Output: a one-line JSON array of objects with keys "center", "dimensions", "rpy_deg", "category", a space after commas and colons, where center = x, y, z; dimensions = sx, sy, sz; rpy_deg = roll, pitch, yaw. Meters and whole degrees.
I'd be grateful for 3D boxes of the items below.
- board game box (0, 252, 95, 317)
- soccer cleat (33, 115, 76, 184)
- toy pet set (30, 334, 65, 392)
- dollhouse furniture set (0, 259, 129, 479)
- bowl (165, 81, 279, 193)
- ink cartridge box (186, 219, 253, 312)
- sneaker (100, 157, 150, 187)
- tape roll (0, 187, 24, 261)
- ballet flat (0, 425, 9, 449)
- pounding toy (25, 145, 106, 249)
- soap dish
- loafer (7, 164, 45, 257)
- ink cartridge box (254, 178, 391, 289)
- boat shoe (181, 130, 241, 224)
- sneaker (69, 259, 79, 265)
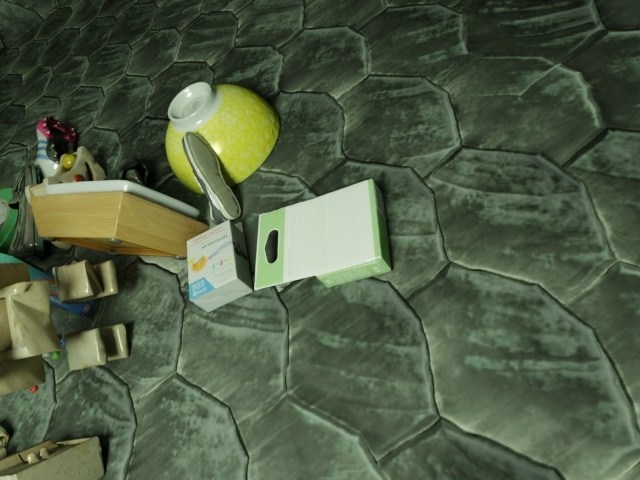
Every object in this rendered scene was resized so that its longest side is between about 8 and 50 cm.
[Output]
[{"center": [-0.620, 0.091, 1.002], "dimensions": [0.160, 0.210, 0.047], "rpy_deg": [8, 64, 32], "category": "board game box"}, {"center": [-0.813, -0.261, 1.404], "dimensions": [0.143, 0.116, 0.331], "rpy_deg": [-52, 42, 14], "category": "soccer cleat"}, {"center": [-0.631, 0.246, 1.001], "dimensions": [0.114, 0.065, 0.122], "rpy_deg": [11, 65, 33], "category": "toy pet set"}, {"center": [-0.550, 0.240, 0.787], "dimensions": [0.256, 0.362, 0.394], "rpy_deg": [-15, 84, 18], "category": "dollhouse furniture set"}, {"center": [-0.256, -0.268, 1.079], "dimensions": [0.289, 0.156, 0.289], "rpy_deg": [-14, 54, 20], "category": "bowl"}, {"center": [-0.200, 0.034, 0.909], "dimensions": [0.104, 0.061, 0.181], "rpy_deg": [-25, 51, 11], "category": "ink cartridge box"}, {"center": [-0.504, -0.112, 1.142], "dimensions": [0.130, 0.087, 0.227], "rpy_deg": [10, 58, 54], "category": "sneaker"}, {"center": [-0.944, 0.000, 1.326], "dimensions": [0.321, 0.077, 0.321], "rpy_deg": [-13, 55, 20], "category": "tape roll"}, {"center": [-0.662, 0.454, 0.882], "dimensions": [0.067, 0.073, 0.206], "rpy_deg": [7, 66, 16], "category": "ballet flat"}, {"center": [-0.690, -0.118, 1.214], "dimensions": [0.155, 0.154, 0.269], "rpy_deg": [-17, 53, 18], "category": "pounding toy"}, {"center": [-0.424, -0.036, 0.982], "dimensions": [0.291, 0.229, 0.118], "rpy_deg": [1, 77, 29], "category": "soap dish"}, {"center": [-0.782, -0.082, 1.226], "dimensions": [0.096, 0.084, 0.267], "rpy_deg": [-43, 59, 55], "category": "loafer"}, {"center": [0.000, 0.000, 0.829], "dimensions": [0.235, 0.056, 0.171], "rpy_deg": [-17, 53, 22], "category": "ink cartridge box"}, {"center": [-0.243, -0.126, 0.978], "dimensions": [0.065, 0.075, 0.206], "rpy_deg": [-26, 93, 32], "category": "boat shoe"}, {"center": [-0.565, 0.090, 1.083], "dimensions": [0.118, 0.042, 0.067], "rpy_deg": [15, 64, 43], "category": "sneaker"}]
